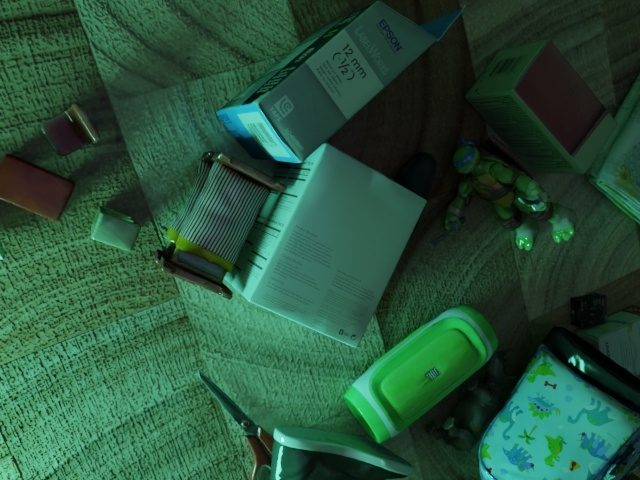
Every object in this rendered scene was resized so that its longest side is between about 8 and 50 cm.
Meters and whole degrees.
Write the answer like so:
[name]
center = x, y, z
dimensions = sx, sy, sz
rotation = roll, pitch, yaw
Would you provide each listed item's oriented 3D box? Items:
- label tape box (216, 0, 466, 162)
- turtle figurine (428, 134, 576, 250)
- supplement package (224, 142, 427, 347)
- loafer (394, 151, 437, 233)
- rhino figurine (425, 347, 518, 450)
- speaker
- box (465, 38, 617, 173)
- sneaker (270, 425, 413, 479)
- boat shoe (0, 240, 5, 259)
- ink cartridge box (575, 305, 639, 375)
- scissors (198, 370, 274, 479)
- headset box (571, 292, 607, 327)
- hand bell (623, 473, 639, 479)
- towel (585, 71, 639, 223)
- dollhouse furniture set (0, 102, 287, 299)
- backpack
[label tape box]
center = 0.022, -0.273, 0.989
dimensions = 0.347, 0.249, 0.115
rotation = -44, 111, -10
[turtle figurine]
center = 0.340, -0.042, 1.183
dimensions = 0.266, 0.275, 0.198
rotation = 27, 122, -27
[supplement package]
center = 0.000, 0.000, 1.048
dimensions = 0.199, 0.198, 0.263
rotation = 27, 88, -22
[loafer]
center = 0.161, -0.059, 1.167
dimensions = 0.076, 0.078, 0.223
rotation = 28, 87, -23
[rhino figurine]
center = 0.323, 0.320, 1.290
dimensions = 0.106, 0.073, 0.243
rotation = 41, 79, -25
[speaker]
center = 0.192, 0.248, 1.200
dimensions = 0.296, 0.131, 0.131
rotation = -35, 108, -13
[box]
center = 0.420, -0.248, 1.204
dimensions = 0.232, 0.148, 0.127
rotation = 40, 82, -22
[sneaker]
center = 0.030, 0.442, 1.169
dimensions = 0.295, 0.104, 0.147
rotation = 18, 88, -24
[boat shoe]
center = -0.509, -0.022, 0.927
dimensions = 0.038, 0.046, 0.125
rotation = -29, 104, -15
[ink cartridge box]
center = 0.668, 0.236, 1.413
dimensions = 0.175, 0.072, 0.128
rotation = -18, 104, -18
[scissors]
center = -0.119, 0.338, 1.150
dimensions = 0.109, 0.021, 0.297
rotation = -26, 105, -15
[headset box]
center = 0.596, 0.153, 1.394
dimensions = 0.083, 0.032, 0.062
rotation = -7, 100, -19
[hand bell]
center = 0.587, 0.467, 1.319
dimensions = 0.126, 0.242, 0.126
rotation = -4, 101, -23
[towel]
center = 0.777, -0.203, 1.384
dimensions = 0.320, 0.090, 0.375
rotation = 33, 85, -23
[dollhouse furniture set]
center = -0.271, -0.078, 0.955
dimensions = 0.374, 0.152, 0.201
rotation = 25, 88, -23
[backpack]
center = 0.472, 0.391, 1.255
dimensions = 0.273, 0.290, 0.356
rotation = 10, 116, -57
